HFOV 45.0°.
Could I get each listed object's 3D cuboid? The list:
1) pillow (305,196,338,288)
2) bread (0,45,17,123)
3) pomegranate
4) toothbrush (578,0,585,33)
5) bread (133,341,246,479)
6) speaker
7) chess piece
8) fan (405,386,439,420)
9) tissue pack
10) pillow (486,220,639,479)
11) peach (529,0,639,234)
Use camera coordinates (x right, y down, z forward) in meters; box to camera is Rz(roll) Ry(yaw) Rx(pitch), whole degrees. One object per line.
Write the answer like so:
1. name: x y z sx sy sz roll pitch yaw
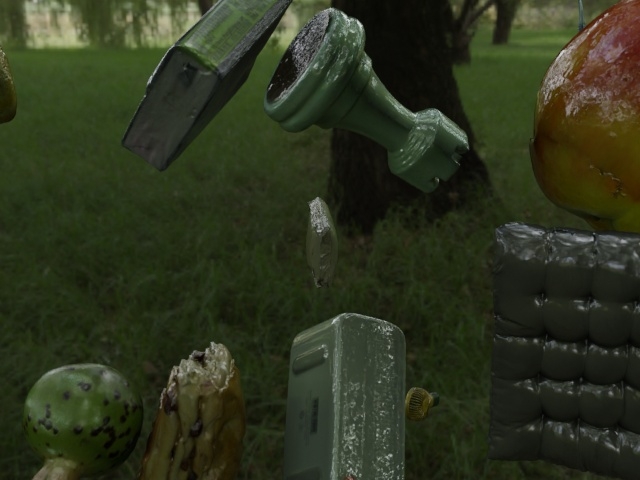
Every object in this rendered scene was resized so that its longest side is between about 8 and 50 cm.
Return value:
1. pillow: 0.000 0.000 1.406 0.053 0.119 0.208 4 20 -7
2. bread: -0.618 -0.284 1.361 0.149 0.187 0.065 -18 24 -24
3. pomegranate: -0.449 0.375 1.451 0.231 0.285 0.231 6 -16 2
4. toothbrush: 0.436 -0.339 1.292 0.019 0.219 0.016 -2 16 43
5. bread: -0.236 0.376 1.482 0.192 0.370 0.314 18 11 -6
6. speaker: 0.049 0.344 1.450 0.183 0.406 0.184 17 -30 -24
7. chess piece: 0.081 -0.197 1.188 0.299 0.194 0.194 31 4 -23
8. fan: 0.264 0.409 1.956 0.039 0.082 0.155 4 1 32
9. tissue pack: -0.214 -0.348 1.529 0.124 0.288 0.394 36 42 -8
10. pillow: 0.316 0.138 0.916 0.228 0.326 0.101 5 21 18
11. peach: 0.474 -0.161 1.040 0.370 0.370 0.370 0 16 0
